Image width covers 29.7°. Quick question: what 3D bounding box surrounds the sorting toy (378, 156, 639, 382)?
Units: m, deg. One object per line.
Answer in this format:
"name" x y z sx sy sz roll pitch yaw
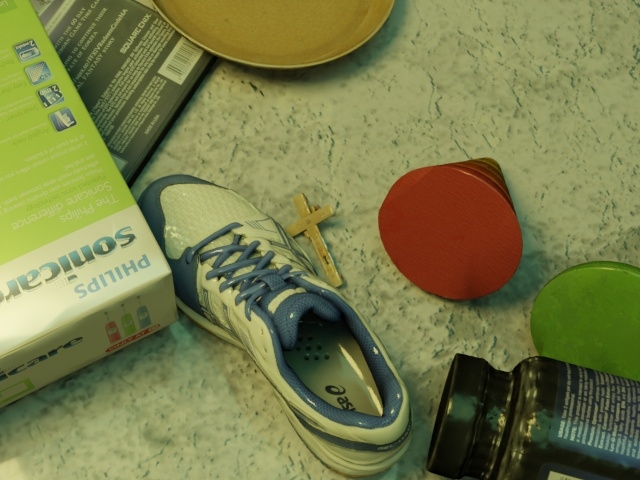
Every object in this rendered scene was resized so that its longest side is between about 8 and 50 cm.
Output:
"sorting toy" 0.227 0.033 0.994 0.365 0.127 0.126 32 39 3

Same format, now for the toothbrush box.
"toothbrush box" -0.261 -0.031 0.904 0.206 0.122 0.283 -27 73 -13

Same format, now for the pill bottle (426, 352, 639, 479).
"pill bottle" 0.197 0.157 0.908 0.219 0.123 0.123 15 68 4

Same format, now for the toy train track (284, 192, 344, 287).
"toy train track" 0.000 0.000 1.005 0.048 0.014 0.083 -28 80 25

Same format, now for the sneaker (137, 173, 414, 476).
"sneaker" -0.030 0.044 0.925 0.112 0.131 0.296 -41 77 -17

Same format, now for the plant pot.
"plant pot" -0.048 -0.243 1.076 0.236 0.032 0.236 5 61 -9

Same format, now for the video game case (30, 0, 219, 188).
"video game case" -0.253 -0.154 1.032 0.274 0.026 0.196 28 68 5
